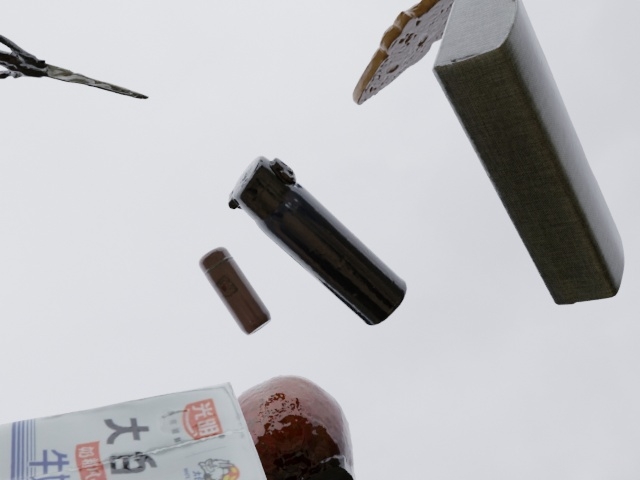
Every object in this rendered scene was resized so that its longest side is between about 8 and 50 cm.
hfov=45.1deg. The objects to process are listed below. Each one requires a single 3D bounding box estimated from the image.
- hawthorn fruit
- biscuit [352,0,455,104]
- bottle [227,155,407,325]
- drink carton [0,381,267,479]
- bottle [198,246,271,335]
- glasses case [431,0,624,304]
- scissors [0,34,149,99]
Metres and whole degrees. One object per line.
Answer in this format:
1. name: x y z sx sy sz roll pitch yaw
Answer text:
1. hawthorn fruit: -0.051 0.307 1.202 0.215 0.250 0.215 -2 -43 -2
2. biscuit: 0.132 -0.297 1.135 0.250 0.035 0.162 -47 -20 19
3. bottle: 0.000 0.000 0.906 0.082 0.072 0.244 -42 -69 19
4. drink carton: -0.188 0.186 0.467 0.315 0.130 0.107 -8 -61 -16
5. bottle: -0.131 0.077 1.180 0.053 0.053 0.140 -34 -98 -5
6. glasses case: 0.135 -0.051 0.470 0.047 0.071 0.205 -11 -49 33
7. scissors: -0.417 -0.261 1.199 0.300 0.022 0.109 14 -27 -17
